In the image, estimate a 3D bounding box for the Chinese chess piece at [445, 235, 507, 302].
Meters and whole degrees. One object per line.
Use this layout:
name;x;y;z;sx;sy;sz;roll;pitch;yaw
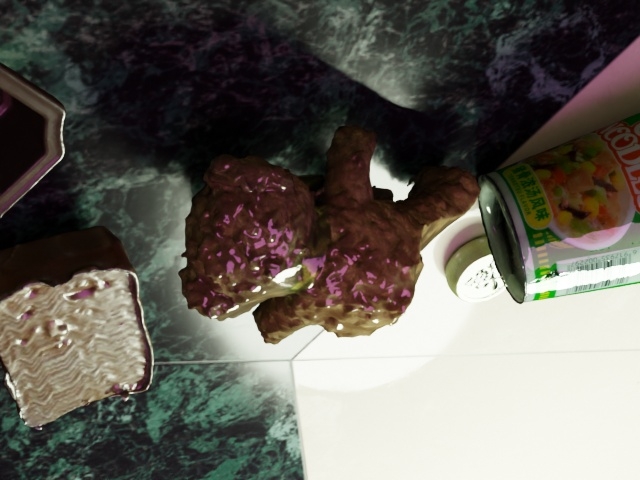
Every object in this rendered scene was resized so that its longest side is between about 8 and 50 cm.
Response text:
Chinese chess piece;0.182;0.033;1.663;0.084;0.034;0.084;-15;137;-15

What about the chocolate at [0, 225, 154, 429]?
chocolate;-0.244;0.075;1.411;0.148;0.093;0.214;-19;139;-15

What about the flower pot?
flower pot;-0.335;-0.111;1.176;0.179;0.084;0.251;-41;137;13

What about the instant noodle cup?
instant noodle cup;0.299;-0.027;1.561;0.233;0.207;0.207;-17;138;-6

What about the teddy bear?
teddy bear;0.001;-0.004;1.451;0.246;0.223;0.296;-62;174;24
